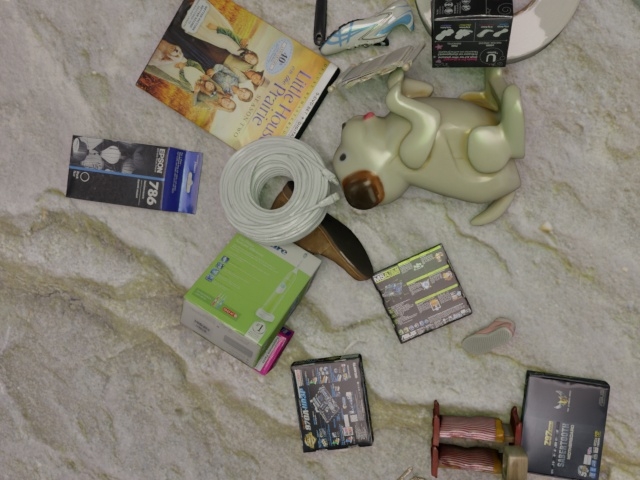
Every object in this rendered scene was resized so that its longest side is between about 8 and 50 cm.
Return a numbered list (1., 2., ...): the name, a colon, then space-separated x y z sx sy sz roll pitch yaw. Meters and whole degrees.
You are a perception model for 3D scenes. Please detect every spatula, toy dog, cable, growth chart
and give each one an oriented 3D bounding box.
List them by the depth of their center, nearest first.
1. growth chart: 0.124 -0.389 1.585 0.237 0.172 0.021 -7 121 40
2. toy dog: 0.229 -0.206 1.590 0.407 0.285 0.396 -9 130 8
3. cable: -0.102 -0.116 1.622 0.257 0.089 0.257 -36 69 1
4. spatula: 0.004 -0.619 1.707 0.084 0.030 0.297 2 92 7

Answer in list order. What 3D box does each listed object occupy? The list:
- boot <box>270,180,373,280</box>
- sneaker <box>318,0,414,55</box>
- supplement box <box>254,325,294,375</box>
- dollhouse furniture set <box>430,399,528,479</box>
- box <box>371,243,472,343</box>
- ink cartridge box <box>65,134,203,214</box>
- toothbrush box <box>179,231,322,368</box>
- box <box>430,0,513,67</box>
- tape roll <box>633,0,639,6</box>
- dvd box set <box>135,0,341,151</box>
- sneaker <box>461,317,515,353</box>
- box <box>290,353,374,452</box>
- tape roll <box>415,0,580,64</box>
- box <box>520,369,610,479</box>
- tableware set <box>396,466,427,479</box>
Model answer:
1. boot: 0.000 0.000 1.701 0.305 0.112 0.115 46 113 11
2. sneaker: 0.109 -0.487 1.670 0.237 0.085 0.086 -21 96 12
3. supplement box: -0.190 0.219 1.719 0.220 0.111 0.114 32 96 6
4. dollhouse furniture set: 0.344 0.483 1.516 0.201 0.374 0.152 2 96 7
5. box: 0.240 0.127 1.686 0.190 0.045 0.184 -25 85 9
6. ink cartridge box: -0.471 -0.166 1.777 0.332 0.065 0.166 7 92 8
7. toothbrush box: -0.159 0.116 1.629 0.206 0.122 0.283 30 53 6
8. box: 0.315 -0.499 1.487 0.163 0.142 0.247 1 58 9
9. tape roll: 0.813 -0.640 1.548 0.286 0.100 0.287 0 91 9
10. dvd box set: -0.205 -0.398 1.729 0.420 0.062 0.308 34 97 7
11. sneaker: 0.403 0.224 1.666 0.134 0.070 0.051 -28 97 38
12. box: 0.029 0.398 1.721 0.175 0.051 0.221 -9 90 9
13. tape roll: 0.406 -0.602 1.626 0.391 0.072 0.393 0 91 8
14. box: 0.560 0.430 1.637 0.183 0.059 0.233 7 92 10
15. tableware set: 0.200 0.659 1.708 0.128 0.039 0.194 43 97 5
